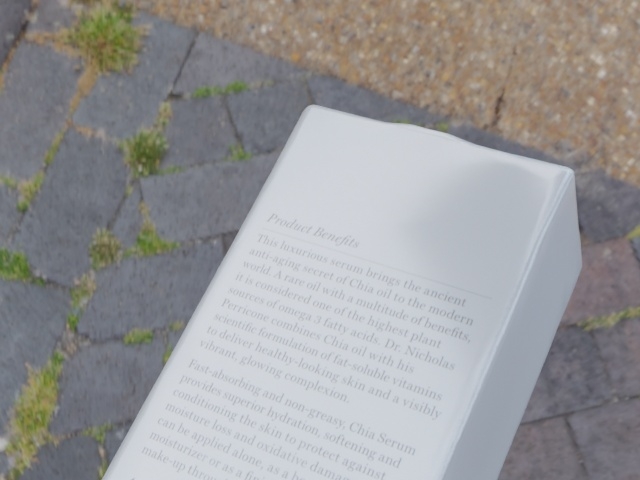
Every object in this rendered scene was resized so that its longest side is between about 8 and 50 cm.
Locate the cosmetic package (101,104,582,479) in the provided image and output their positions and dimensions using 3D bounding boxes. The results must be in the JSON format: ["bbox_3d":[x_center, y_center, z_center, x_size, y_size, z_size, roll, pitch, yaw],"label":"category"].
[{"bbox_3d":[0.009,0.140,0.767,0.230,0.161,0.453,18,68,26],"label":"cosmetic package"}]
